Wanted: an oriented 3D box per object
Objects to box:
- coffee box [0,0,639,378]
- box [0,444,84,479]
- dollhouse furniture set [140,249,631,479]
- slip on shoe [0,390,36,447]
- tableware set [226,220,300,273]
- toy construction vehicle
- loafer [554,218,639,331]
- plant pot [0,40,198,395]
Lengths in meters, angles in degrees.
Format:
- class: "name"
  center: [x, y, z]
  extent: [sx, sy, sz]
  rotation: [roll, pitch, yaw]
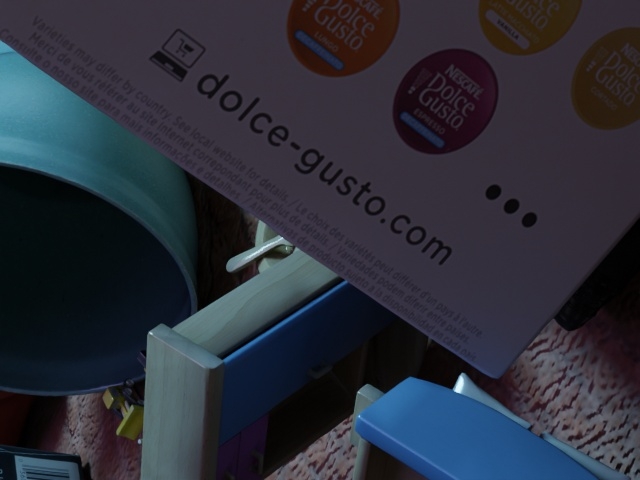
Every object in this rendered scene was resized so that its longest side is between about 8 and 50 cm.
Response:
- class: "coffee box"
  center: [0.019, -0.209, 0.881]
  extent: [0.334, 0.337, 0.338]
  rotation: [-50, 34, 8]
- class: "box"
  center: [-0.314, 0.313, 1.530]
  extent: [0.270, 0.143, 0.165]
  rotation: [-51, 39, 39]
- class: "dollhouse furniture set"
  center: [0.073, 0.168, 0.993]
  extent: [0.303, 0.198, 0.286]
  rotation: [29, 130, 29]
- class: "slip on shoe"
  center: [-0.336, 0.228, 1.656]
  extent: [0.101, 0.123, 0.331]
  rotation: [50, 125, 28]
- class: "tableware set"
  center: [0.000, 0.000, 1.214]
  extent: [0.194, 0.039, 0.128]
  rotation: [13, 90, 61]
- class: "toy construction vehicle"
  center: [-0.134, 0.131, 1.382]
  extent: [0.086, 0.035, 0.098]
  rotation: [-57, 48, 30]
- class: "loafer"
  center: [0.102, -0.029, 1.007]
  extent: [0.078, 0.076, 0.223]
  rotation: [-58, 36, 14]
- class: "plant pot"
  center: [-0.230, -0.038, 1.414]
  extent: [0.293, 0.293, 0.196]
  rotation: [-45, 28, 44]
